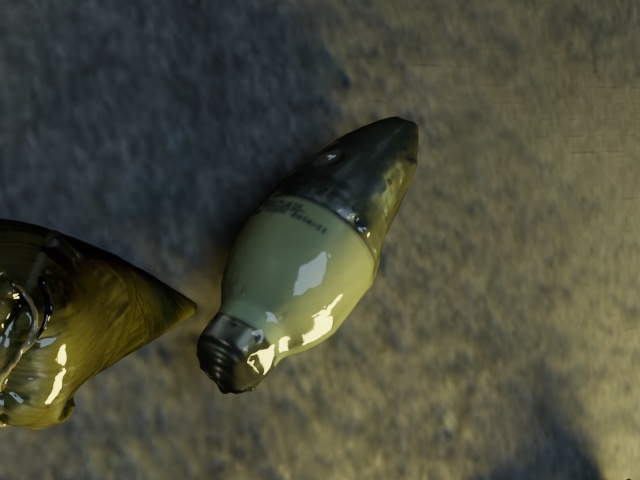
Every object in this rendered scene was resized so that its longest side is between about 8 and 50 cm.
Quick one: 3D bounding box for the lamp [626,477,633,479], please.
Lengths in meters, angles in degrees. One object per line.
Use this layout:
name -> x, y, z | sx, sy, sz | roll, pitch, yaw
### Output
lamp -> 0.203, 0.256, 0.673 | 0.283, 0.203, 0.125 | -9, 71, -28

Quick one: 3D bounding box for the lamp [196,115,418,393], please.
lamp -> 0.000, 0.000, 0.619 | 0.101, 0.101, 0.250 | 50, 56, -19

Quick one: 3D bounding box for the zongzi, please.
zongzi -> -0.119, 0.049, 0.482 | 0.204, 0.204, 0.094 | 13, 90, -34
